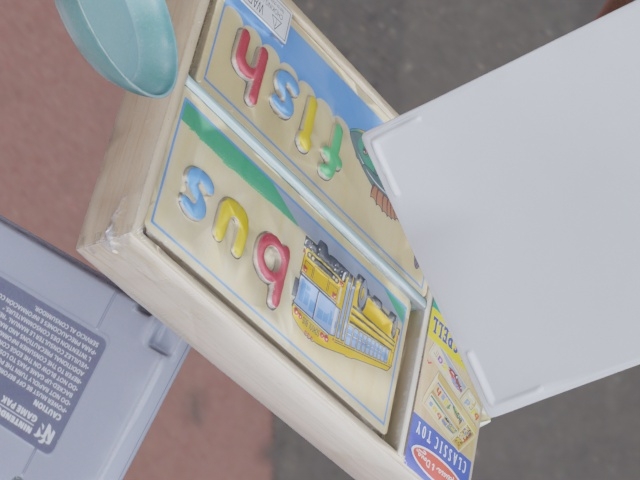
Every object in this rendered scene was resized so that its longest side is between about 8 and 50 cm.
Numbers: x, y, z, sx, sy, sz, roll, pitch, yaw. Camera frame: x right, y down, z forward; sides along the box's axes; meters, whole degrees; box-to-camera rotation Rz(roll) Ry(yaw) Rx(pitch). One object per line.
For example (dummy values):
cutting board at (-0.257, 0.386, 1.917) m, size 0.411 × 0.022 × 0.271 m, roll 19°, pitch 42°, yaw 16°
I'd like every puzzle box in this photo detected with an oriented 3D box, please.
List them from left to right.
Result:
puzzle box at (0.000, 0.000, 1.427) m, size 0.052 × 0.272 × 0.409 m, roll -13°, pitch 140°, yaw 35°

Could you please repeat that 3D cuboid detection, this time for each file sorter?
file sorter at (0.210, -0.043, 1.187) m, size 0.278 × 0.192 × 0.173 m, roll -25°, pitch 179°, yaw 33°

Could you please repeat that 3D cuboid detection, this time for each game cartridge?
game cartridge at (-0.254, 0.089, 1.501) m, size 0.196 × 0.294 × 0.060 m, roll -60°, pitch 156°, yaw -1°

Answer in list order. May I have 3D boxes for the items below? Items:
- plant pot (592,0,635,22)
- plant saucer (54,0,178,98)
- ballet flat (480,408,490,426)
plant pot at (0.272, -0.083, 1.643) m, size 0.230 × 0.215 × 0.215 m, roll -49°, pitch 132°, yaw 3°
plant saucer at (-0.115, -0.128, 1.041) m, size 0.021 × 0.119 × 0.119 m, roll -20°, pitch 135°, yaw 18°
ballet flat at (0.136, 0.151, 1.849) m, size 0.070 × 0.070 × 0.188 m, roll -35°, pitch 158°, yaw -6°
